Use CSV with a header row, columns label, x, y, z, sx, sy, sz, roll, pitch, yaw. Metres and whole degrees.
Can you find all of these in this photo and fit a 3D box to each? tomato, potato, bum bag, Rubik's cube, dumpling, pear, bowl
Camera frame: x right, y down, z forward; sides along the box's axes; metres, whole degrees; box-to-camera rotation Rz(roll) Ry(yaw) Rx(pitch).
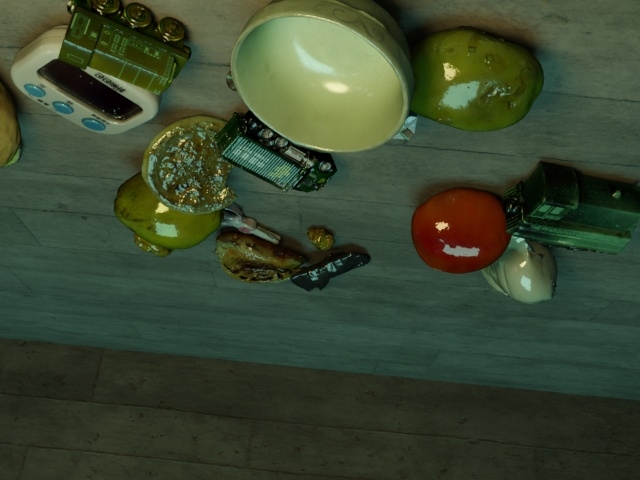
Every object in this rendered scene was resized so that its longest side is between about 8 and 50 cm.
label,x,y,z,sx,sy,sz,roll,pitch,yaw
tomato,0.350,-0.014,1.708,0.259,0.180,0.260,4,157,2
potato,0.263,-0.279,1.204,0.253,0.149,0.186,0,157,12
bum bag,0.028,0.088,2.087,0.248,0.060,0.123,-28,149,17
Rubik's cube,0.156,-0.244,1.384,0.084,0.075,0.073,16,140,13
dumpling,0.543,0.069,1.906,0.175,0.244,0.226,-23,-161,-40
pear,-0.369,-0.085,1.681,0.268,0.213,0.212,3,156,-10
bowl,0.017,-0.304,1.155,0.306,0.163,0.307,15,152,8

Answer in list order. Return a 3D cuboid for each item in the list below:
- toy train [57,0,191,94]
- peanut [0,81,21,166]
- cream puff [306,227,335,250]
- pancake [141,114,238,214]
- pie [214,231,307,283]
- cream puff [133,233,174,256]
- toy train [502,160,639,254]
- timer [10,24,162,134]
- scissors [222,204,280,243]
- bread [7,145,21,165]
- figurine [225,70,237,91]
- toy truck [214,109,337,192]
label,x,y,z,sx,sy,sz,roll,pitch,yaw
toy train,-0.342,-0.347,1.209,0.225,0.137,0.090,19,152,-23
peanut,-0.731,-0.279,1.375,0.169,0.192,0.387,-5,153,6
cream puff,0.000,0.000,1.952,0.083,0.058,0.083,5,156,7
pancake,-0.275,-0.165,1.532,0.253,0.037,0.254,-10,124,-15
pie,-0.190,0.064,2.093,0.307,0.086,0.308,4,157,1
cream puff,-0.475,-0.025,1.917,0.116,0.146,0.146,-2,154,18
toy train,0.596,-0.073,1.586,0.329,0.139,0.178,9,150,-8
timer,-0.460,-0.315,1.361,0.236,0.087,0.262,-15,148,38
scissors,-0.212,-0.043,1.942,0.242,0.031,0.118,26,151,-36
bread,-0.836,-0.250,1.645,0.228,0.034,0.228,3,155,2
figurine,-0.134,-0.323,1.327,0.105,0.047,0.060,-18,-178,28
toy truck,-0.090,-0.191,1.502,0.259,0.088,0.121,25,122,-36
